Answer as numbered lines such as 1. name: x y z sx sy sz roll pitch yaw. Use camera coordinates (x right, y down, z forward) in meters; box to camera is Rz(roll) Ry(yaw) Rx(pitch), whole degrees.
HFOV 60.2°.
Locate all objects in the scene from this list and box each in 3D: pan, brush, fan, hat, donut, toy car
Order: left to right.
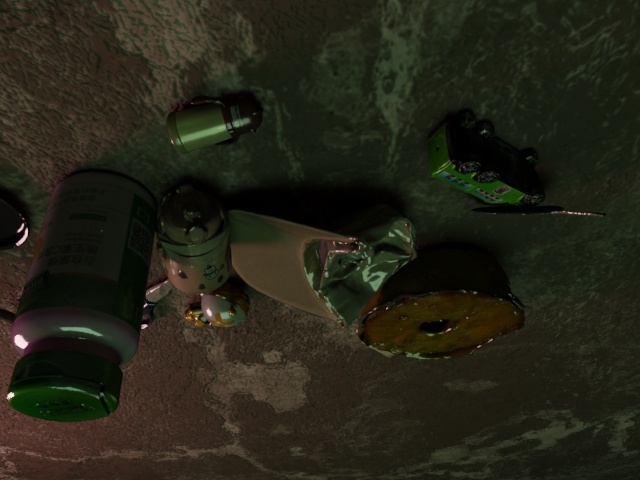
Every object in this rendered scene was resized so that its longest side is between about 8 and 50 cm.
1. pan: -0.494 -0.033 0.696 0.235 0.028 0.136 1 144 -12
2. hat: 0.000 0.000 0.767 0.245 0.149 0.214 31 146 15
3. brush: 0.117 0.216 1.118 0.084 0.013 0.016 31 128 -29
4. donut: 0.187 0.104 0.900 0.272 0.107 0.272 1 146 1
5. toy car: 0.201 -0.087 0.660 0.165 0.071 0.062 19 149 -31
6. fan: 0.273 -0.037 0.692 0.113 0.005 0.175 -8 -170 -31

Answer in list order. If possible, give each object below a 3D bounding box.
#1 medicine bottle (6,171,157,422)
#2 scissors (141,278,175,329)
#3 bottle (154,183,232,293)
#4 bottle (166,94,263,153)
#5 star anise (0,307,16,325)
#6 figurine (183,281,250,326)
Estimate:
1. medicine bottle: -0.270 0.061 0.641 0.133 0.274 0.133 -3 145 -2
2. scissors: -0.271 0.087 0.893 0.300 0.022 0.109 -32 140 32
3. bottle: -0.163 -0.008 0.712 0.099 0.099 0.152 -1 142 -4
4. bottle: -0.110 -0.127 0.595 0.101 0.047 0.063 -14 171 6
5. star anise: -0.656 0.078 0.772 0.316 0.139 0.359 -2 161 10
6. figurine: -0.177 0.110 0.903 0.143 0.068 0.101 -3 141 27
